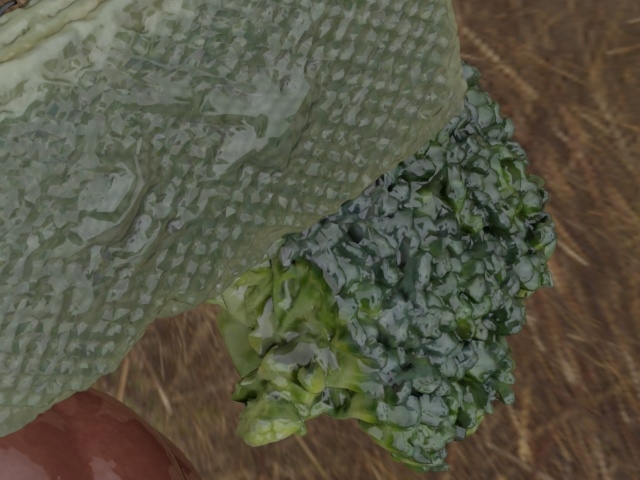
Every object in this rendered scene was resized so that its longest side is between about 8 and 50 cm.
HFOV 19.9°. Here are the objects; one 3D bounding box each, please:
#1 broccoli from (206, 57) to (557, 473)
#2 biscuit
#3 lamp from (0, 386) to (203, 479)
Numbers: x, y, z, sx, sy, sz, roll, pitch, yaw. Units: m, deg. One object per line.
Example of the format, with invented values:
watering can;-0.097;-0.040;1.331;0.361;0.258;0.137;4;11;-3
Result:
broccoli;0.000;0.000;1.057;0.248;0.288;0.245;37;127;-12
biscuit;-0.052;-0.043;0.689;0.252;0.052;0.150;-35;136;-20
lamp;-0.208;0.180;1.022;0.305;0.305;0.240;-17;66;-5
